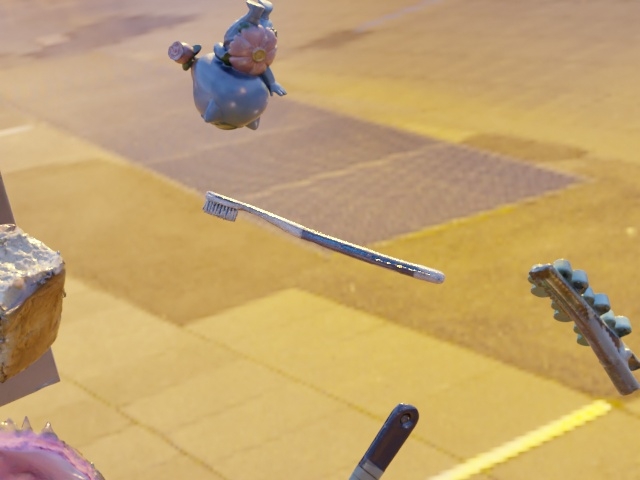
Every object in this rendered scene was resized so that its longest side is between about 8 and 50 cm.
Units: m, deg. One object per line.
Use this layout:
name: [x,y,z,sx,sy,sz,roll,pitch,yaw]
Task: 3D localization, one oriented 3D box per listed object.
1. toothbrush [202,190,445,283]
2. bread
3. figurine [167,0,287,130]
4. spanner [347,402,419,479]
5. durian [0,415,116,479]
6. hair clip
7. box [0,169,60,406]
toothbrush: [0.000,0.000,1.445,0.288,0.026,0.024,19,6,13]
bread: [-0.211,0.038,0.848,0.077,0.083,0.070,29,42,15]
figurine: [-0.120,-0.240,1.745,0.144,0.178,0.114,31,21,25]
spanner: [0.034,0.344,1.684,0.315,0.087,0.024,-56,24,2]
durian: [-0.254,0.307,1.051,0.191,0.341,0.112,21,-35,-37]
hair clip: [0.199,0.059,0.997,0.049,0.173,0.049,-23,44,23]
box: [-0.408,0.029,1.354,0.205,0.365,0.051,-22,33,-22]
